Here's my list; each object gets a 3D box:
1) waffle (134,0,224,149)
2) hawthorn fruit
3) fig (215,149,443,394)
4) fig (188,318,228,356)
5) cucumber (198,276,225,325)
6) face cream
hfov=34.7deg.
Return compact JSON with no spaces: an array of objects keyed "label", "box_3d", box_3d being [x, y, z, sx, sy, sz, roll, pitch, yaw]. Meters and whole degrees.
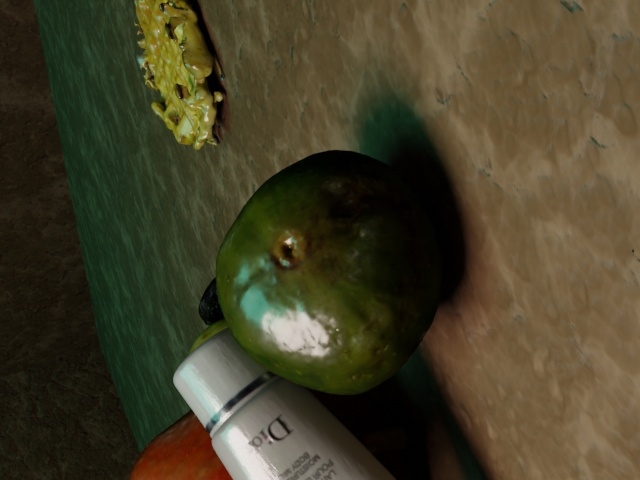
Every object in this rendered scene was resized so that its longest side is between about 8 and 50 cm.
[{"label":"waffle","box_3d":[-0.203,-0.259,1.391,0.280,0.060,0.262,-135,33,-55]},{"label":"hawthorn fruit","box_3d":[-0.046,0.269,1.035,0.311,0.294,0.295,127,125,-74]},{"label":"fig","box_3d":[0.018,0.023,0.857,0.245,0.195,0.196,-10,-97,-75]},{"label":"fig","box_3d":[-0.110,0.172,1.392,0.136,0.121,0.153,35,141,-15]},{"label":"cucumber","box_3d":[-0.116,0.068,1.405,0.241,0.074,0.075,133,119,-68]},{"label":"face cream","box_3d":[-0.001,0.211,0.856,0.314,0.143,0.089,49,-177,12]}]
